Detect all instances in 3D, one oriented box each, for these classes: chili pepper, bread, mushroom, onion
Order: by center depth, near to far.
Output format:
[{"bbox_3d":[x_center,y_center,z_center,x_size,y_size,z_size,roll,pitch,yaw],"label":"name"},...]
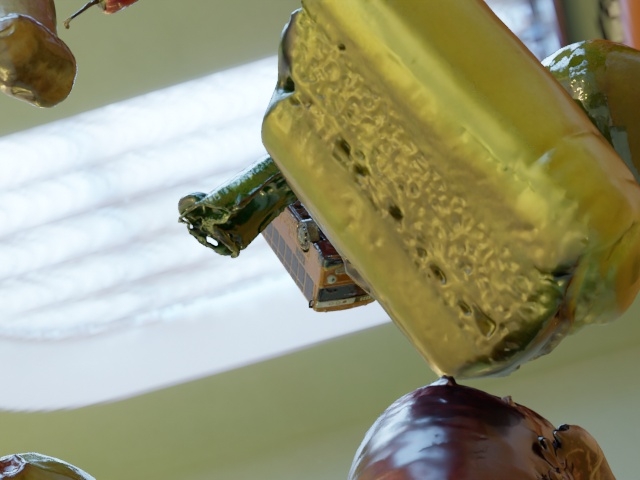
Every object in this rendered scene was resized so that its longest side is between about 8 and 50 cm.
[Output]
[{"bbox_3d":[0.118,0.251,1.008,0.314,0.232,0.314,53,-158,-33],"label":"onion"},{"bbox_3d":[0.123,-0.061,1.218,0.208,0.251,0.376,-9,-125,-49],"label":"bread"},{"bbox_3d":[-0.313,-0.243,1.386,0.107,0.087,0.333,54,-172,-40],"label":"mushroom"},{"bbox_3d":[-0.059,-0.059,1.542,0.062,0.216,0.108,50,162,25],"label":"chili pepper"},{"bbox_3d":[-0.226,-0.346,1.810,0.050,0.268,0.059,43,151,20],"label":"chili pepper"}]

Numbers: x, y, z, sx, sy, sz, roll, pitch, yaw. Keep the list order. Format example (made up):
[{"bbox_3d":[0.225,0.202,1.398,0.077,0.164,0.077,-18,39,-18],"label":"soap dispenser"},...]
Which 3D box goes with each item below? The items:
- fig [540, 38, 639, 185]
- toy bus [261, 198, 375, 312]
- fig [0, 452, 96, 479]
[{"bbox_3d":[0.297,-0.092,1.455,0.203,0.203,0.225,61,-151,-68],"label":"fig"},{"bbox_3d":[0.000,0.000,1.709,0.201,0.098,0.114,-127,35,-47],"label":"toy bus"},{"bbox_3d":[-0.430,0.449,2.059,0.316,0.316,0.316,-16,-90,-85],"label":"fig"}]
